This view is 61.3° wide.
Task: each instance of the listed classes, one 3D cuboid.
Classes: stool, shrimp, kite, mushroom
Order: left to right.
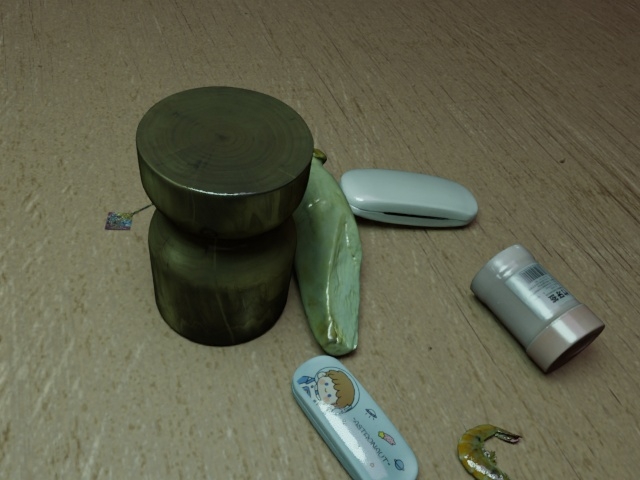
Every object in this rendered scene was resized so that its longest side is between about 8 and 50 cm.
[{"bbox_3d":[-0.279,-0.033,0.793,0.078,0.002,0.044,-15,53,-23],"label":"kite"},{"bbox_3d":[-0.113,-0.019,0.636,0.179,0.264,0.179,6,48,-7],"label":"stool"},{"bbox_3d":[0.003,-0.002,0.760,0.087,0.107,0.333,35,28,-45],"label":"mushroom"},{"bbox_3d":[0.215,0.256,0.617,0.083,0.023,0.114,-30,56,-35],"label":"shrimp"}]

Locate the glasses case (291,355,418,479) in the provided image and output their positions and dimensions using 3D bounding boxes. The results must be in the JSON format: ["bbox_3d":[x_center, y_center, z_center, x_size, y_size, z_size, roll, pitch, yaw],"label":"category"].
[{"bbox_3d":[0.036,0.207,0.610,0.067,0.045,0.178,-25,57,-30],"label":"glasses case"}]

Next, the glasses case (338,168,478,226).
[{"bbox_3d":[0.141,-0.068,0.864,0.233,0.059,0.092,3,42,-17],"label":"glasses case"}]

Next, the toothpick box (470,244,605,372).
[{"bbox_3d":[0.289,0.090,0.731,0.098,0.098,0.149,-20,54,-26],"label":"toothpick box"}]
